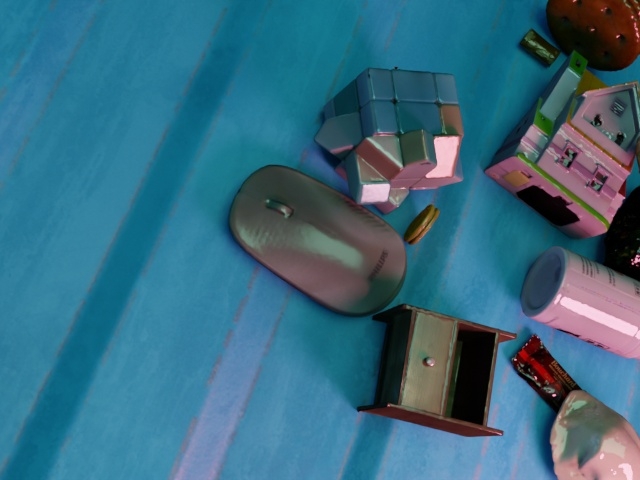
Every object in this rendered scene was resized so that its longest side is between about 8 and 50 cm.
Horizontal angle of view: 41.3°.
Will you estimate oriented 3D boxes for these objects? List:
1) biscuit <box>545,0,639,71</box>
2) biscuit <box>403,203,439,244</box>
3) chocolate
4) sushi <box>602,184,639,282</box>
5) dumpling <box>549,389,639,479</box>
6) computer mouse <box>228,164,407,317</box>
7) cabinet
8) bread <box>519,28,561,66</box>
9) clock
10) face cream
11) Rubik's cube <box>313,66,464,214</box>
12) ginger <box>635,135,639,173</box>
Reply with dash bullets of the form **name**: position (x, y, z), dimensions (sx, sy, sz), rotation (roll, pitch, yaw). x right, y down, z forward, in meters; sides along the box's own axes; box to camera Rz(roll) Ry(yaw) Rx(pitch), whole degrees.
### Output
- **biscuit**: position (0.547, -0.434, 1.679), dimensions (0.066, 0.220, 0.220), rotation (-43, 92, -19)
- **biscuit**: position (0.181, -0.028, 1.526), dimensions (0.023, 0.084, 0.084), rotation (38, 68, -6)
- **chocolate**: position (0.430, 0.262, 1.565), dimensions (0.086, 0.028, 0.182), rotation (-41, 91, -23)
- **sushi**: position (0.636, -0.016, 1.649), dimensions (0.127, 0.124, 0.225), rotation (38, 64, -10)
- **dumpling**: position (0.493, 0.383, 1.509), dimensions (0.166, 0.126, 0.216), rotation (-32, 97, -10)
- **computer mouse**: position (0.002, -0.002, 1.459), dimensions (0.331, 0.095, 0.197), rotation (30, 65, -9)
- **cabinet**: position (0.197, 0.223, 1.434), dimensions (0.215, 0.148, 0.175), rotation (16, 72, -13)
- **bread**: position (0.448, -0.393, 1.732), dimensions (0.083, 0.036, 0.047), rotation (36, 60, -5)
- **clock**: position (0.502, -0.194, 1.634), dimensions (0.235, 0.166, 0.309), rotation (36, 76, -7)
- **face cream**: position (0.568, 0.144, 1.576), dimensions (0.369, 0.145, 0.145), rotation (23, 70, -10)
- **Rubik's cube**: position (0.123, -0.170, 1.473), dimensions (0.265, 0.224, 0.213), rotation (-1, 78, -24)
- **ginger**: position (0.733, -0.026, 1.560), dimensions (0.363, 0.122, 0.348), rotation (10, 64, -43)
